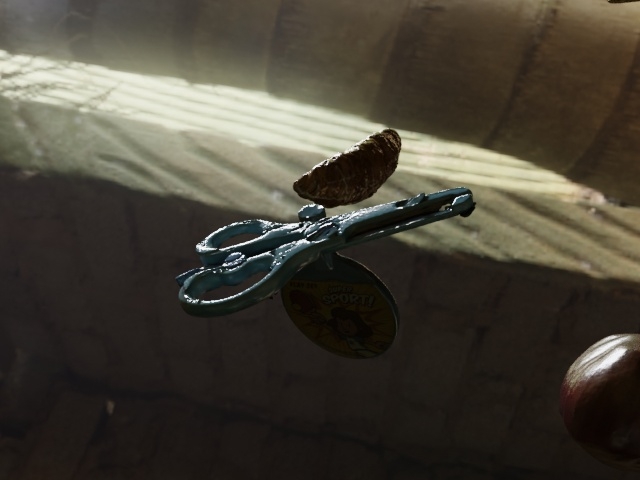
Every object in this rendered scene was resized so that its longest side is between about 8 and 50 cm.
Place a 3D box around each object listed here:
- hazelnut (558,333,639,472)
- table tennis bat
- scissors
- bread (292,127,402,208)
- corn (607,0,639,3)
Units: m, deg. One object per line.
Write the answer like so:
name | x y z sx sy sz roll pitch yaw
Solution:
hazelnut | 0.395 0.203 1.085 0.204 0.178 0.177 11 -91 -45
table tennis bat | 0.023 0.081 1.448 0.044 0.215 0.329 -58 -37 -43
scissors | 0.000 0.000 1.064 0.180 0.393 0.032 -91 -18 -54
bread | 0.050 -0.095 1.237 0.233 0.076 0.105 -30 -7 -44
corn | 0.558 -0.447 1.553 0.027 0.083 0.028 -170 70 -71
